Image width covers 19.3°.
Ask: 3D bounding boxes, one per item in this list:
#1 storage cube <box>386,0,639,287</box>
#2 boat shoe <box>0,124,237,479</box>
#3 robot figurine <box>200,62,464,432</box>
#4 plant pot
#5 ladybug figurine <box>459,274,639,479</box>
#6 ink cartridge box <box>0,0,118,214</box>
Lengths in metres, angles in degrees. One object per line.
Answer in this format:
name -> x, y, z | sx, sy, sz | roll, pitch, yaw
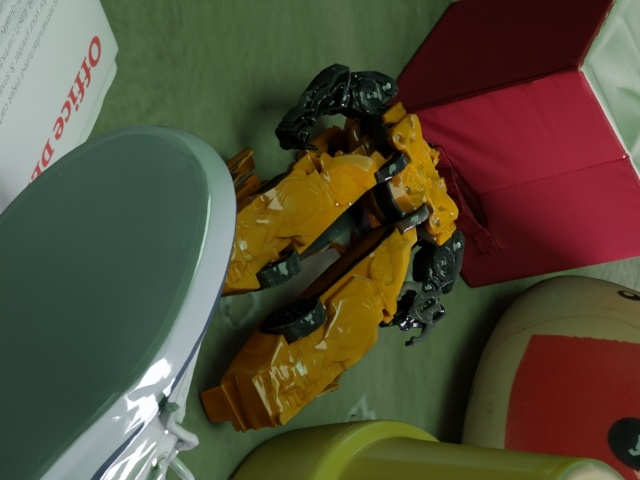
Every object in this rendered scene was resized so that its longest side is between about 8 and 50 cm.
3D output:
storage cube -> 0.194, -0.097, 1.534 | 0.184, 0.193, 0.215 | 58, 40, -24
boat shoe -> -0.129, 0.112, 1.015 | 0.156, 0.136, 0.367 | 13, 105, -61
robot figurine -> 0.000, 0.000, 1.347 | 0.291, 0.085, 0.211 | -42, 113, -48
plant pot -> 0.090, 0.238, 1.270 | 0.254, 0.239, 0.254 | 20, 64, -48
ladybug figurine -> 0.238, 0.236, 1.522 | 0.305, 0.162, 0.449 | 30, 58, -45
ink cartridge box -> -0.224, -0.126, 0.988 | 0.283, 0.117, 0.207 | 73, 29, -51
